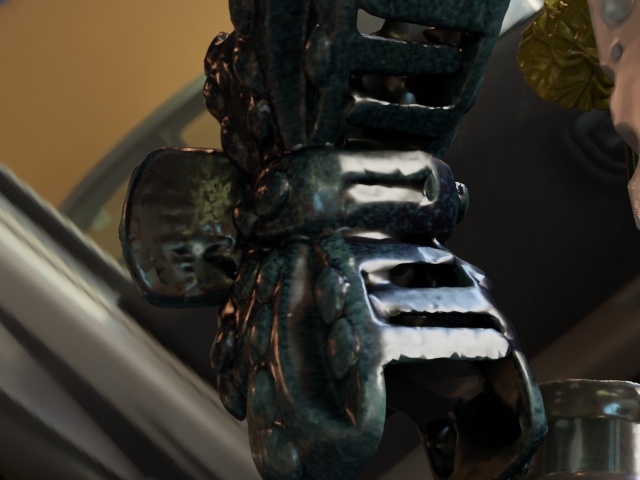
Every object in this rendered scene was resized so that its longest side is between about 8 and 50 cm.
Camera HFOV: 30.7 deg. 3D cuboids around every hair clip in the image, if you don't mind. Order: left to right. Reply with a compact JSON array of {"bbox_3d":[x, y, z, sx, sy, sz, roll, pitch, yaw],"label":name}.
[{"bbox_3d":[0.010,-0.017,0.614,0.194,0.310,0.206,3,-10,-22],"label":"hair clip"}]

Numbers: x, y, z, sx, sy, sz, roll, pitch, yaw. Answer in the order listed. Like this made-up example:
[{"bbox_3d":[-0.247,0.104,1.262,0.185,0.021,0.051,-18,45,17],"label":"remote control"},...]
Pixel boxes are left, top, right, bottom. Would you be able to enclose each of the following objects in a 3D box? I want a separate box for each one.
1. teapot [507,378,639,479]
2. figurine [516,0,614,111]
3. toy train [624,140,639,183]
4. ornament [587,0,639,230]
[{"bbox_3d":[0.330,0.341,1.227,0.376,0.305,0.362,-5,54,21],"label":"teapot"},{"bbox_3d":[0.384,-0.324,1.449,0.187,0.168,0.315,-9,-29,-21],"label":"figurine"},{"bbox_3d":[0.423,-0.111,1.215,0.090,0.137,0.225,-18,17,-36],"label":"toy train"},{"bbox_3d":[0.374,-0.143,0.853,0.240,0.239,0.240,133,139,-53],"label":"ornament"}]
